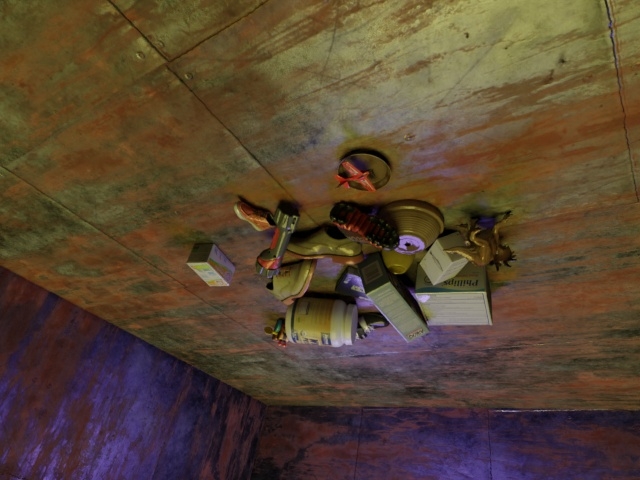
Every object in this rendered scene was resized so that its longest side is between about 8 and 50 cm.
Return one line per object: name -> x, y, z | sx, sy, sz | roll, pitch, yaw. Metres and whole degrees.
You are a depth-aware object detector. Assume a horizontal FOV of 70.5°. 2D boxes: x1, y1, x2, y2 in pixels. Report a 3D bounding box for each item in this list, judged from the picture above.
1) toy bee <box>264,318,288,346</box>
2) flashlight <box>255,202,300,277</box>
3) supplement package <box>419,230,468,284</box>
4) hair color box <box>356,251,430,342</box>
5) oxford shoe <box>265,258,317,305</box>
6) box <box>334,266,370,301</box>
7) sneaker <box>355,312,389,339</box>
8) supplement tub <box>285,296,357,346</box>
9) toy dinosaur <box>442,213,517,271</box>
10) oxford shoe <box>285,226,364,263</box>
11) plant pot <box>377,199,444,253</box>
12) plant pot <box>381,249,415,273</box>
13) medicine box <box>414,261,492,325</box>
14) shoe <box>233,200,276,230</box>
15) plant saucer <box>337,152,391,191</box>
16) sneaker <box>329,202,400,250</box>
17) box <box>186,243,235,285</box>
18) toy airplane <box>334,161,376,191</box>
toy bee -> -0.217, 0.514, 2.498 | 0.196, 0.162, 0.298 | 11, 146, 5
flashlight -> -0.168, 0.000, 1.713 | 0.103, 0.103, 0.303 | 6, 126, -20
supplement package -> 0.456, 0.066, 1.646 | 0.105, 0.105, 0.179 | -17, 152, -21
hair color box -> 0.300, 0.237, 1.859 | 0.114, 0.185, 0.374 | -30, 127, 14
oxford shoe -> -0.135, 0.172, 1.995 | 0.147, 0.140, 0.397 | 28, 142, -10
box -> 0.179, 0.198, 2.012 | 0.191, 0.045, 0.184 | 17, 143, -8
sneaker -> 0.193, 0.457, 2.304 | 0.331, 0.146, 0.122 | -11, 139, 28
supplement tub -> 0.010, 0.392, 2.188 | 0.317, 0.228, 0.228 | 3, 145, 14
toy dinosaur -> 0.546, 0.032, 1.502 | 0.127, 0.296, 0.200 | 6, 113, 55
oxford shoe -> 0.000, 0.000, 1.752 | 0.349, 0.123, 0.130 | 5, 115, 19
plant pot -> 0.309, -0.027, 1.586 | 0.238, 0.109, 0.237 | 9, 147, 6
plant pot -> 0.298, 0.072, 1.745 | 0.135, 0.095, 0.134 | 8, 145, 6
medicine box -> 0.545, 0.220, 1.836 | 0.264, 0.149, 0.289 | -5, 142, 23
shoe -> -0.241, -0.097, 1.700 | 0.081, 0.063, 0.178 | -11, 145, 29
plant saucer -> 0.139, -0.220, 1.427 | 0.169, 0.029, 0.168 | 9, 147, 6
sneaker -> 0.162, -0.034, 1.575 | 0.276, 0.097, 0.135 | 28, 166, 30
box -> -0.489, 0.113, 2.045 | 0.114, 0.103, 0.203 | -3, 143, 22
toy airplane -> 0.105, -0.195, 1.423 | 0.151, 0.028, 0.151 | 9, 145, 7
